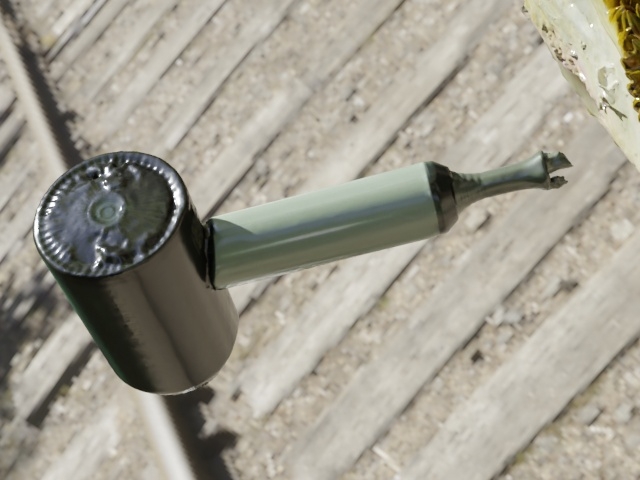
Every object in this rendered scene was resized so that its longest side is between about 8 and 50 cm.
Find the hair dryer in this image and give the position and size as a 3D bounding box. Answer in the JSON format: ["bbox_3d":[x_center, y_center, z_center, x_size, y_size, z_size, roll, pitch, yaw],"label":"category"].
[{"bbox_3d":[0.000,0.000,0.515,0.198,0.100,0.057,-14,55,5],"label":"hair dryer"}]

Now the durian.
[{"bbox_3d":[0.219,-0.127,0.879,0.138,0.183,0.249,-44,51,14],"label":"durian"}]
